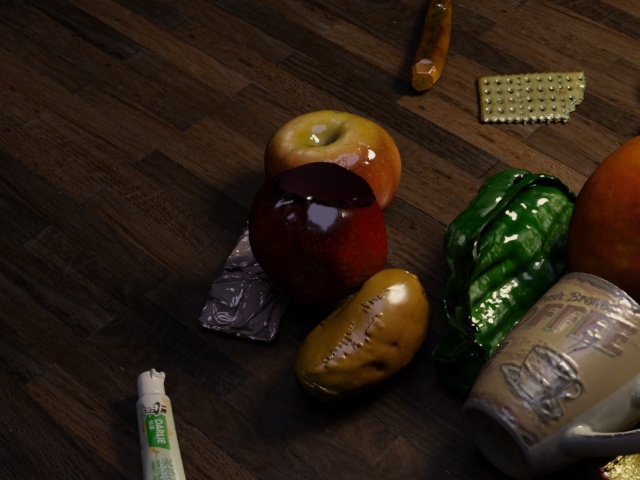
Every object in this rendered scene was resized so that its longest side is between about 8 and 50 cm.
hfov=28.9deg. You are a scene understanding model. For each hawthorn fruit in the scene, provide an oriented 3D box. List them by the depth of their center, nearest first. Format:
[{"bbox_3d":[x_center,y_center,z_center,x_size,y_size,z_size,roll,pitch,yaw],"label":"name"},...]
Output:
[{"bbox_3d":[0.000,0.000,1.927,0.215,0.250,0.215,-13,49,15],"label":"hawthorn fruit"}]

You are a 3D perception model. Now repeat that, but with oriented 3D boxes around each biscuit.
[{"bbox_3d":[0.393,-0.265,2.305,0.203,0.016,0.144,0,46,6],"label":"biscuit"}]

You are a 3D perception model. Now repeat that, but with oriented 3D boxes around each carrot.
[{"bbox_3d":[0.222,-0.400,2.421,0.066,0.066,0.314,6,44,10],"label":"carrot"}]

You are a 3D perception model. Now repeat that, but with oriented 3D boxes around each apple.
[{"bbox_3d":[0.021,-0.115,2.093,0.210,0.173,0.235,-34,44,-20],"label":"apple"}]

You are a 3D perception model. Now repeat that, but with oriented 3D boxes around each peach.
[{"bbox_3d":[0.441,0.331,1.688,0.127,0.092,0.172,20,40,17],"label":"peach"},{"bbox_3d":[0.534,0.012,1.823,0.342,0.343,0.302,15,38,18],"label":"peach"}]

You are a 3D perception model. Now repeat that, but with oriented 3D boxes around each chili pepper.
[{"bbox_3d":[0.264,0.048,1.911,0.167,0.213,0.385,-21,28,50],"label":"chili pepper"}]

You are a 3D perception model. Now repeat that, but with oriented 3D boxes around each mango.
[{"bbox_3d":[0.065,0.144,1.848,0.248,0.156,0.151,-35,54,-21],"label":"mango"}]

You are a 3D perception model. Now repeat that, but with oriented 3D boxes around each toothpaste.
[{"bbox_3d":[-0.228,0.326,1.780,0.058,0.056,0.314,-38,45,25],"label":"toothpaste"}]

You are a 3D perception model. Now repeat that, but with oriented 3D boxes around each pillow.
[{"bbox_3d":[-0.099,0.055,2.022,0.135,0.049,0.248,11,47,16],"label":"pillow"}]

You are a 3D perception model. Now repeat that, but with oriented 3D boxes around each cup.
[{"bbox_3d":[0.357,0.221,1.703,0.257,0.227,0.301,-40,37,-21],"label":"cup"}]
